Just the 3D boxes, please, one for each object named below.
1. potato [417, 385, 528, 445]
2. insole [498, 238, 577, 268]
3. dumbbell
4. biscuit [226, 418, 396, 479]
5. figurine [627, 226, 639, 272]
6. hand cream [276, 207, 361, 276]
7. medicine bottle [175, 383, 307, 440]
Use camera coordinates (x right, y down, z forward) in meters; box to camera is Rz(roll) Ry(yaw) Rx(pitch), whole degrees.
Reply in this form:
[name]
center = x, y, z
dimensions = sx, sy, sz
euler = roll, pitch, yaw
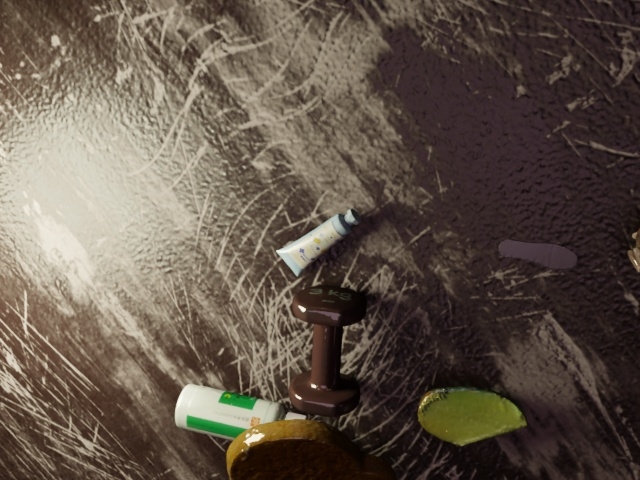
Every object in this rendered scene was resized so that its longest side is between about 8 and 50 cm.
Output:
[potato]
center = 0.283, 0.321, 1.209
dimensions = 0.198, 0.054, 0.119
euler = -7, 103, 10
[insole]
center = 0.382, 0.024, 1.129
dimensions = 0.135, 0.002, 0.045
euler = 10, 106, 10
[dumbbell]
center = 0.012, 0.204, 1.199
dimensions = 0.140, 0.124, 0.225
euler = 7, 106, 11
[biscuit]
center = -0.008, 0.474, 1.263
dimensions = 0.314, 0.063, 0.367
euler = -16, 122, 13
[figurine]
center = 0.562, 0.001, 1.020
dimensions = 0.138, 0.125, 0.125
euler = -33, 96, 16
[hand cream]
center = 0.000, 0.000, 1.188
dimensions = 0.171, 0.043, 0.065
euler = -35, 98, 21
[medicine bottle]
center = -0.158, 0.361, 1.298
dimensions = 0.260, 0.095, 0.095
euler = 11, 107, 11
